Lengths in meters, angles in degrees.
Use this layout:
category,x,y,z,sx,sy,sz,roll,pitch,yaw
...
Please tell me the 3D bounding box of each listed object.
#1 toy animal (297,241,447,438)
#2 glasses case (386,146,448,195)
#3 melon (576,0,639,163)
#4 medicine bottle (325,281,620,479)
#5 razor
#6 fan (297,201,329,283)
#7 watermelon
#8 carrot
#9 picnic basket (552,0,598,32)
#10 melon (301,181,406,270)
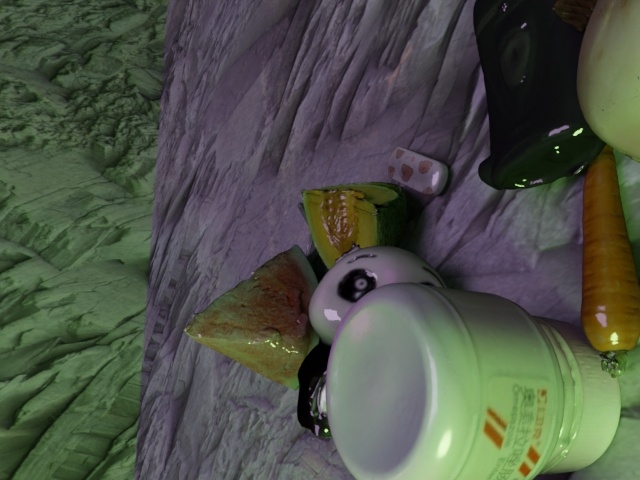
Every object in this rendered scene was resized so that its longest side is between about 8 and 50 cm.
category,x,y,z,sx,sy,sz,roll,pitch,yaw
toy animal,0.088,0.163,1.029,0.251,0.251,0.310,6,79,60
glasses case,0.172,-0.126,1.161,0.164,0.041,0.063,39,114,57
melon,0.394,-0.223,0.635,0.317,0.223,0.223,-63,34,18
medicine bottle,0.185,0.182,0.783,0.241,0.302,0.241,-24,61,55
razor,0.305,-0.244,0.896,0.204,0.113,0.349,-32,51,55
fan,0.000,0.033,1.438,0.294,0.012,0.223,13,94,60
watermelon,-0.133,0.203,1.399,0.250,0.292,0.283,86,167,-49
carrot,0.352,0.000,0.797,0.069,0.069,0.336,-24,57,55
picnic basket,0.370,-0.327,0.758,0.055,0.193,0.110,53,180,6
melon,0.085,-0.018,1.213,0.265,0.129,0.169,18,119,57
